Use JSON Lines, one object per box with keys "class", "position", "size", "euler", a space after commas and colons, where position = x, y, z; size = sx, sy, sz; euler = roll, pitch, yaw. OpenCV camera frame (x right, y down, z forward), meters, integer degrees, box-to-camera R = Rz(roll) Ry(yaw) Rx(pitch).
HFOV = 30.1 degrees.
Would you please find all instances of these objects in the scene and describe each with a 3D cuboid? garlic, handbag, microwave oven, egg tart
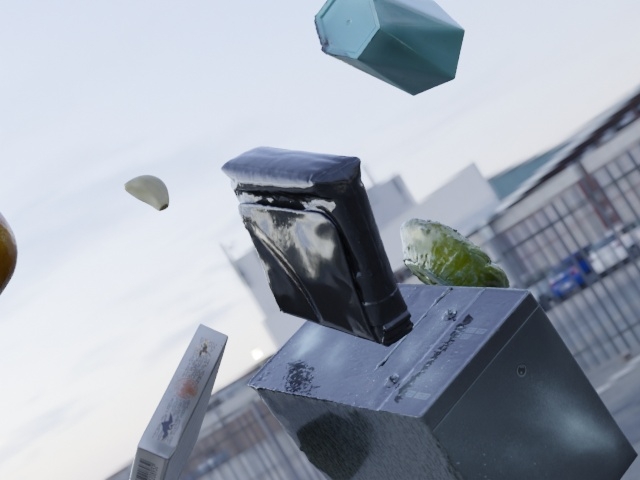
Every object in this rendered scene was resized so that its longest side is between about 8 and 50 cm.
{"class": "garlic", "position": [-0.292, -0.085, 2.051], "size": [0.053, 0.083, 0.041], "euler": [-46, -15, -41]}
{"class": "handbag", "position": [0.000, 0.000, 1.375], "size": [0.080, 0.223, 0.247], "euler": [-32, 22, -25]}
{"class": "microwave oven", "position": [0.165, 0.255, 1.684], "size": [0.236, 0.374, 0.432], "euler": [-46, 22, -23]}
{"class": "egg tart", "position": [0.194, 0.039, 1.826], "size": [0.078, 0.197, 0.197], "euler": [-54, -4, -9]}

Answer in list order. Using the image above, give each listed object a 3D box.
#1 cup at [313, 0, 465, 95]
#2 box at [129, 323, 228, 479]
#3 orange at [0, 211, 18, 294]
{"class": "cup", "position": [0.094, -0.300, 1.743], "size": [0.148, 0.134, 0.235], "euler": [-24, -15, 32]}
{"class": "box", "position": [-0.214, 0.292, 1.685], "size": [0.365, 0.051, 0.205], "euler": [110, -177, -53]}
{"class": "orange", "position": [-0.407, 0.013, 1.276], "size": [0.159, 0.136, 0.159], "euler": [-22, -29, -13]}
